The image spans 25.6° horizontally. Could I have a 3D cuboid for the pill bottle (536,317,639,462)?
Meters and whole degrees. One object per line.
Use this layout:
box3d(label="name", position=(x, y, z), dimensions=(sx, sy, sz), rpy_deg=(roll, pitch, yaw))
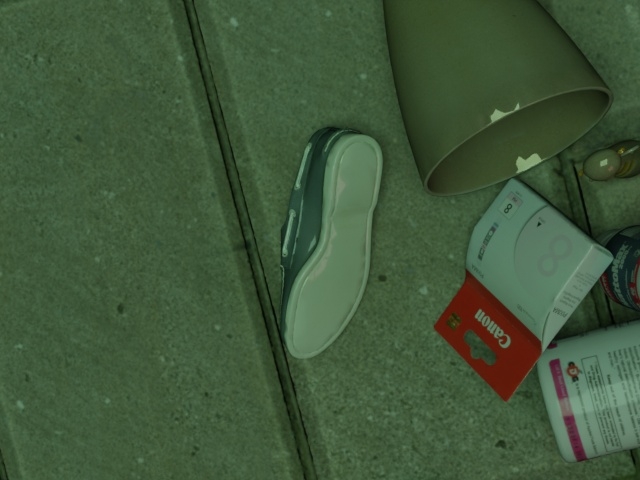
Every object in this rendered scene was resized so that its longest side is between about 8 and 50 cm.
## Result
box3d(label="pill bottle", position=(0.428, 0.176, 1.791), dimensions=(0.283, 0.160, 0.160), rpy_deg=(-15, 93, 11))

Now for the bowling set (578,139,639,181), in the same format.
box3d(label="bowling set", position=(0.488, -0.087, 1.714), dimensions=(0.287, 0.154, 0.199), rpy_deg=(-35, 80, 29))

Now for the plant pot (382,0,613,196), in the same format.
box3d(label="plant pot", position=(0.188, -0.235, 1.766), dimensions=(0.256, 0.256, 0.274), rpy_deg=(-29, 73, 11))

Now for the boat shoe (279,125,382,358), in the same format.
box3d(label="boat shoe", position=(0.000, 0.000, 1.895), dimensions=(0.099, 0.116, 0.319), rpy_deg=(30, 112, 49))

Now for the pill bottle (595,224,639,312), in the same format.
box3d(label="pill bottle", position=(0.409, 0.037, 1.761), dimensions=(0.108, 0.180, 0.108), rpy_deg=(-2, 97, -14))

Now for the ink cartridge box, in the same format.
box3d(label="ink cartridge box", position=(0.243, 0.059, 1.807), dimensions=(0.066, 0.189, 0.232), rpy_deg=(31, 100, -40))
